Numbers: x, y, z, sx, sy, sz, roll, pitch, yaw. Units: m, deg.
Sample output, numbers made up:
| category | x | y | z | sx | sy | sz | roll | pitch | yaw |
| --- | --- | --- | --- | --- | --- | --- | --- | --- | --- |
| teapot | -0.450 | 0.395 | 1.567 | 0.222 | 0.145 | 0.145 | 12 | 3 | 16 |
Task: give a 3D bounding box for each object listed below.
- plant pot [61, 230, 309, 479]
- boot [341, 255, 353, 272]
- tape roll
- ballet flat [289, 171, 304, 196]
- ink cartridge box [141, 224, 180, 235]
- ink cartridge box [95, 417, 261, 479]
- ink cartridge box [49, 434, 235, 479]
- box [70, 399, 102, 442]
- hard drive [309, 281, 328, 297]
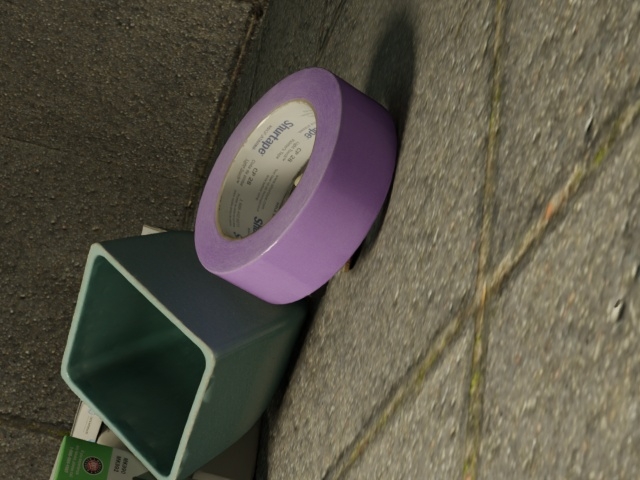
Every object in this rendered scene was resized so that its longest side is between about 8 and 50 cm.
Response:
| category | x | y | z | sx | sy | sz | roll | pitch | yaw |
| --- | --- | --- | --- | --- | --- | --- | --- | --- | --- |
| plant pot | -0.161 | 0.131 | 1.846 | 0.252 | 0.248 | 0.247 | -21 | -38 | -44 |
| boot | 0.000 | 0.000 | 1.666 | 0.158 | 0.084 | 0.059 | -172 | 98 | -79 |
| tape roll | -0.033 | -0.066 | 1.616 | 0.275 | 0.090 | 0.275 | -38 | 37 | 35 |
| ballet flat | -0.024 | -0.013 | 1.906 | 0.049 | 0.057 | 0.173 | -61 | -18 | -68 |
| ink cartridge box | -0.204 | 0.153 | 2.373 | 0.130 | 0.272 | 0.309 | 16 | 93 | 50 |
| ink cartridge box | -0.224 | 0.334 | 2.042 | 0.171 | 0.232 | 0.168 | 114 | 168 | -45 |
| ink cartridge box | -0.224 | 0.397 | 1.779 | 0.211 | 0.289 | 0.121 | -89 | 19 | -54 |
| box | -0.332 | 0.234 | 1.994 | 0.186 | 0.038 | 0.145 | 114 | 168 | -46 |
| hard drive | -0.016 | 0.008 | 1.827 | 0.135 | 0.022 | 0.094 | -133 | 56 | -61 |
